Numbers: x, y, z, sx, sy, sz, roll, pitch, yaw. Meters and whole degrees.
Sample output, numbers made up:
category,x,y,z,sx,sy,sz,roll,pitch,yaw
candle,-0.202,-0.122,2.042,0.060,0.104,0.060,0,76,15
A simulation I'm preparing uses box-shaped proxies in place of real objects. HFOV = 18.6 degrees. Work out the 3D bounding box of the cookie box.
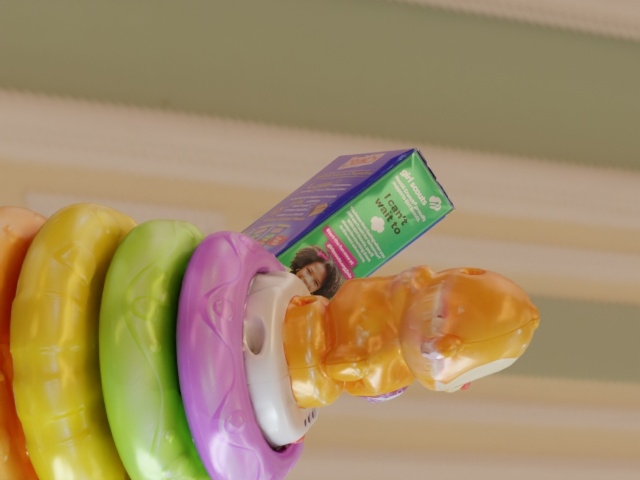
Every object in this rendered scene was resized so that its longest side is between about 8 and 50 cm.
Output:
category,x,y,z,sx,sy,sz,roll,pitch,yaw
cookie box,0.000,0.000,0.978,0.107,0.092,0.040,-38,-76,-19

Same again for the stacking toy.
category,x,y,z,sx,sy,sz,roll,pitch,yaw
stacking toy,-0.061,0.048,0.775,0.175,0.302,0.165,-32,-65,-72
